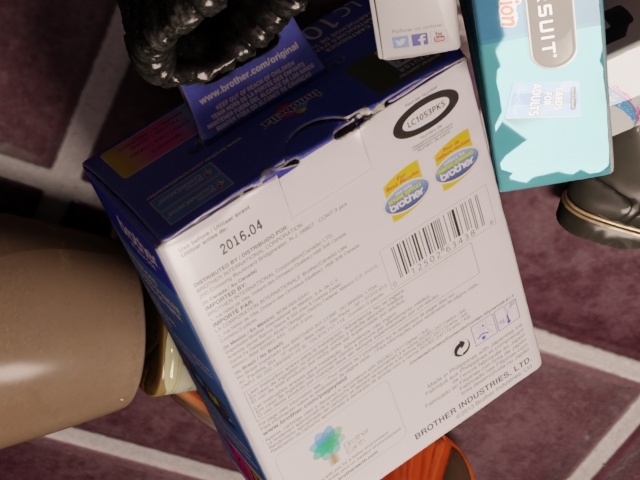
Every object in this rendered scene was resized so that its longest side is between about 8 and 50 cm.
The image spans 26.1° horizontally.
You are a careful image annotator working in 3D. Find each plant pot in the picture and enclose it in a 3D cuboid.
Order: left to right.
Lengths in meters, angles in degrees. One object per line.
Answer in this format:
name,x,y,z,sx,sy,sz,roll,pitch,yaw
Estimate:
plant pot,-0.277,0.072,1.162,0.229,0.263,0.263,-2,133,-24

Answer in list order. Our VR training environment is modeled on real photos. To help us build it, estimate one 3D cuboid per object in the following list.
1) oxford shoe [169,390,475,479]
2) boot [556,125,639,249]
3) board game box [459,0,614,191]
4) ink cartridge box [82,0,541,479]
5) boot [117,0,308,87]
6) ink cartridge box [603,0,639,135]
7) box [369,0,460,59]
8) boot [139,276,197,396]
oxford shoe,-0.024,0.200,1.331,0.364,0.130,0.133,34,134,-21
boot,0.312,-0.053,1.154,0.198,0.077,0.137,7,125,-9
board game box,0.117,-0.241,0.866,0.079,0.254,0.336,-9,130,5
ink cartridge box,0.000,0.000,1.073,0.270,0.151,0.395,-33,132,-15
boot,-0.068,-0.278,0.790,0.131,0.260,0.348,-16,157,-27
ink cartridge box,0.216,-0.146,1.032,0.175,0.127,0.072,-24,127,18
box,0.030,-0.299,0.795,0.058,0.232,0.322,-8,140,4
boot,-0.072,0.030,1.205,0.165,0.077,0.213,2,100,-34
